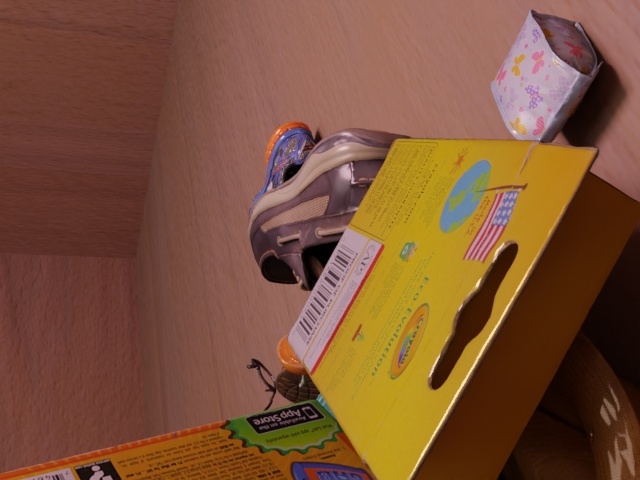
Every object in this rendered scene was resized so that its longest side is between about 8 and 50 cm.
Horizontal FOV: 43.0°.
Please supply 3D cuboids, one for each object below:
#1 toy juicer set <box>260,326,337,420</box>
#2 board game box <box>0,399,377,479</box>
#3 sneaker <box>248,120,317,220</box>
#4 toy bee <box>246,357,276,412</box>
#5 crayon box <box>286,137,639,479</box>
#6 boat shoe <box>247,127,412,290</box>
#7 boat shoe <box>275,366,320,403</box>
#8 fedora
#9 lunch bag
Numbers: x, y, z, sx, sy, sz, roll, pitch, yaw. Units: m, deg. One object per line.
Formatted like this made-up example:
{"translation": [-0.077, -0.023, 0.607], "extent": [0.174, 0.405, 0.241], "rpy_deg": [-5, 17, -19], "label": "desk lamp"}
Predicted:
{"translation": [0.053, 0.157, 0.850], "extent": [0.329, 0.089, 0.209], "rpy_deg": [-10, 59, 55], "label": "toy juicer set"}
{"translation": [-0.081, 0.397, 0.625], "extent": [0.356, 0.356, 0.356], "rpy_deg": [37, 124, 47], "label": "board game box"}
{"translation": [-0.047, -0.053, 1.154], "extent": [0.087, 0.083, 0.221], "rpy_deg": [-131, 43, -53], "label": "sneaker"}
{"translation": [-0.079, 0.309, 1.065], "extent": [0.195, 0.162, 0.298], "rpy_deg": [51, 179, -15], "label": "toy bee"}
{"translation": [0.079, 0.038, 0.539], "extent": [0.202, 0.081, 0.318], "rpy_deg": [-61, 13, 2], "label": "crayon box"}
{"translation": [0.000, 0.000, 0.927], "extent": [0.355, 0.132, 0.130], "rpy_deg": [132, 138, -63], "label": "boat shoe"}
{"translation": [-0.012, 0.158, 1.062], "extent": [0.060, 0.064, 0.178], "rpy_deg": [-59, -7, -40], "label": "boat shoe"}
{"translation": [0.160, 0.132, 0.521], "extent": [0.194, 0.079, 0.194], "rpy_deg": [-177, 90, -69], "label": "fedora"}
{"translation": [0.165, -0.112, 0.587], "extent": [0.083, 0.053, 0.071], "rpy_deg": [-94, 20, -47], "label": "lunch bag"}
